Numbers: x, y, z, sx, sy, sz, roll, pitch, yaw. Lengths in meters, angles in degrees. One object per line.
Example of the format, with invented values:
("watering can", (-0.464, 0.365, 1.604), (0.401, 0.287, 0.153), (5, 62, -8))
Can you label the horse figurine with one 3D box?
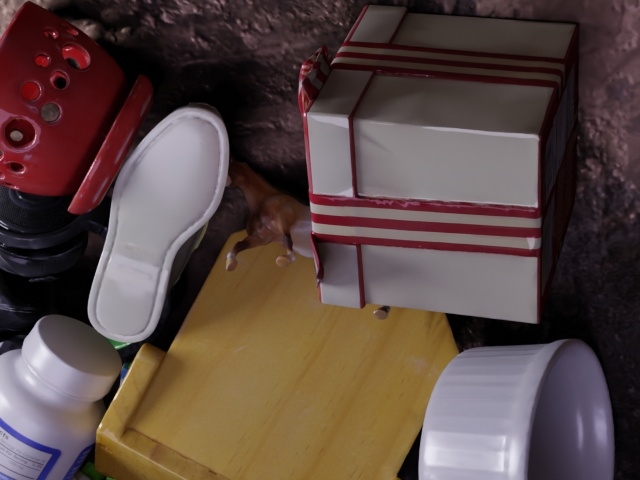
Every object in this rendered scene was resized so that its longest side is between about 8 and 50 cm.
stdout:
("horse figurine", (0.000, 0.000, 1.733), (0.263, 0.174, 0.066), (16, 119, -9))

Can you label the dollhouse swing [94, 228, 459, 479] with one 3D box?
("dollhouse swing", (-0.043, 0.197, 1.887), (0.347, 0.305, 0.315), (27, 159, 1))

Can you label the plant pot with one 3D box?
("plant pot", (-0.282, -0.134, 1.700), (0.174, 0.191, 0.191), (28, 130, -8))

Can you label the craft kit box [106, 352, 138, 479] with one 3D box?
("craft kit box", (-0.143, 0.273, 2.037), (0.250, 0.061, 0.247), (19, 127, 6))

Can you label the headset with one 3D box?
("headset", (-0.363, 0.033, 1.853), (0.394, 0.185, 0.243), (26, 130, -14))

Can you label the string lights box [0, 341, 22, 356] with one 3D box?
("string lights box", (-0.481, 0.197, 2.049), (0.259, 0.133, 0.077), (-21, 119, 32))

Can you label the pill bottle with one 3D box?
("pill bottle", (-0.345, 0.224, 1.867), (0.152, 0.152, 0.272), (32, 109, -5))

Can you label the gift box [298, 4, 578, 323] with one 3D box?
("gift box", (0.104, -0.077, 1.554), (0.258, 0.276, 0.255), (7, 122, 17))

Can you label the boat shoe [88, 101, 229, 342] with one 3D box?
("boat shoe", (-0.174, -0.030, 1.729), (0.109, 0.091, 0.305), (22, 120, -6))

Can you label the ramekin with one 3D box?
("ramekin", (0.216, 0.244, 1.752), (0.135, 0.277, 0.277), (1, 125, 30))

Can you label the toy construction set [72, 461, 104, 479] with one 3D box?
("toy construction set", (-0.245, 0.404, 2.024), (0.327, 0.151, 0.215), (30, 156, -8))
